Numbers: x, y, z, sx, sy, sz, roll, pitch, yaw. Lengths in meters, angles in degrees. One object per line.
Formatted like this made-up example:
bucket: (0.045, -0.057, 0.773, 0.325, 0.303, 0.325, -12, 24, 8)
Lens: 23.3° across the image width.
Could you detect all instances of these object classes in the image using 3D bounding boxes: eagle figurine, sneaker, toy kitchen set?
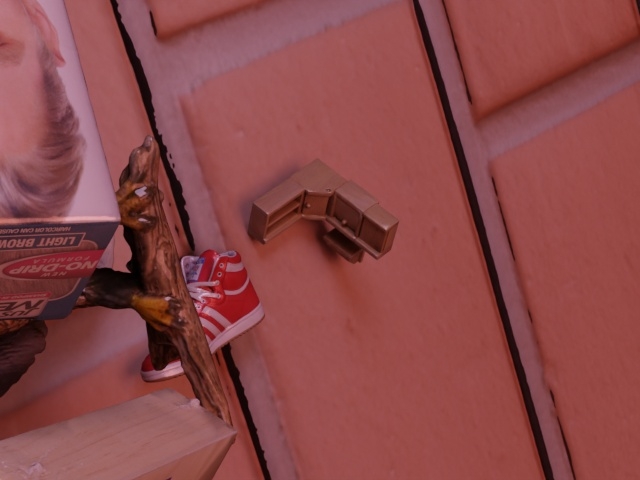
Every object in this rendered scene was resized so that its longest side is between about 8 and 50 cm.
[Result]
eagle figurine: (-0.225, 0.037, 0.913, 0.298, 0.225, 0.226, -16, 57, -9)
sneaker: (-0.091, 0.049, 1.095, 0.118, 0.042, 0.067, -35, 115, -44)
toy kitchen set: (0.000, 0.000, 1.163, 0.075, 0.083, 0.068, -36, 153, -36)

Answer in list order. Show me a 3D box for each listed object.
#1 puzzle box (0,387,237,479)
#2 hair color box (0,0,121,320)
puzzle box: (-0.194, 0.270, 0.790, 0.409, 0.052, 0.272, -61, 168, 7)
hair color box: (-0.233, -0.127, 0.813, 0.174, 0.105, 0.347, -3, 61, -29)
